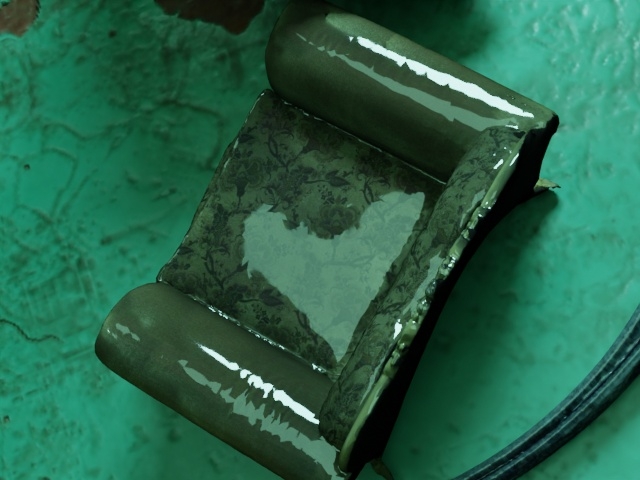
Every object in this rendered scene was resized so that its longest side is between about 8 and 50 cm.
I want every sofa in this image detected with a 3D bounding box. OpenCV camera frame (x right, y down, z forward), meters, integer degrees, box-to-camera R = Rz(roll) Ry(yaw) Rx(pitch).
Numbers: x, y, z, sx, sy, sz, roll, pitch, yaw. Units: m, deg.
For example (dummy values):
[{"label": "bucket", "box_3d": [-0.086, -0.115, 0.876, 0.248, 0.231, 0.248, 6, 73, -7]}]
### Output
[{"label": "sofa", "box_3d": [0.000, 0.000, 0.896, 0.200, 0.182, 0.258, 29, 87, 19]}]

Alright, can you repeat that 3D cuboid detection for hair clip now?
[{"label": "hair clip", "box_3d": [0.173, 0.064, 0.909, 0.083, 0.048, 0.275, 39, 91, 14]}]
